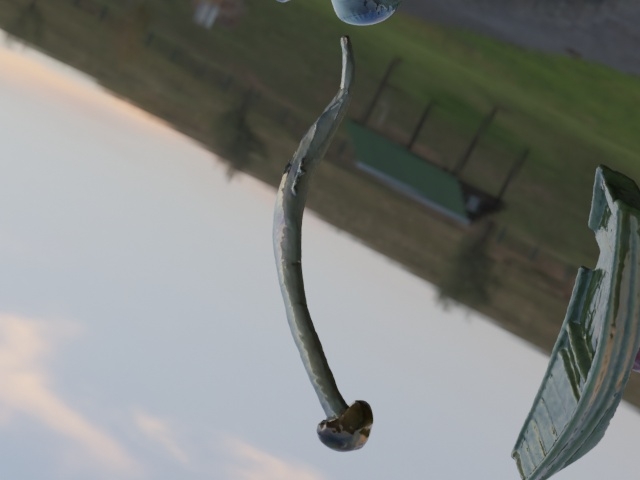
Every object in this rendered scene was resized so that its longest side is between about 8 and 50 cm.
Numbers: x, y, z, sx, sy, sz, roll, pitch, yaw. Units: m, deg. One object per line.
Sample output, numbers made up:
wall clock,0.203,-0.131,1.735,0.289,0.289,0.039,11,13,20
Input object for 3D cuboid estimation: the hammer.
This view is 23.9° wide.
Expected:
hammer,0.004,-0.261,1.472,0.069,0.116,0.194,-20,-169,-30

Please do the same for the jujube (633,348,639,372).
jujube,0.385,0.048,1.504,0.230,0.155,0.155,-17,-162,-11

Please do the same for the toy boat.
toy boat,0.211,0.078,1.188,0.055,0.293,0.093,6,-145,-8

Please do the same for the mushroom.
mushroom,0.000,0.001,1.099,0.068,0.306,0.043,-3,166,-4
